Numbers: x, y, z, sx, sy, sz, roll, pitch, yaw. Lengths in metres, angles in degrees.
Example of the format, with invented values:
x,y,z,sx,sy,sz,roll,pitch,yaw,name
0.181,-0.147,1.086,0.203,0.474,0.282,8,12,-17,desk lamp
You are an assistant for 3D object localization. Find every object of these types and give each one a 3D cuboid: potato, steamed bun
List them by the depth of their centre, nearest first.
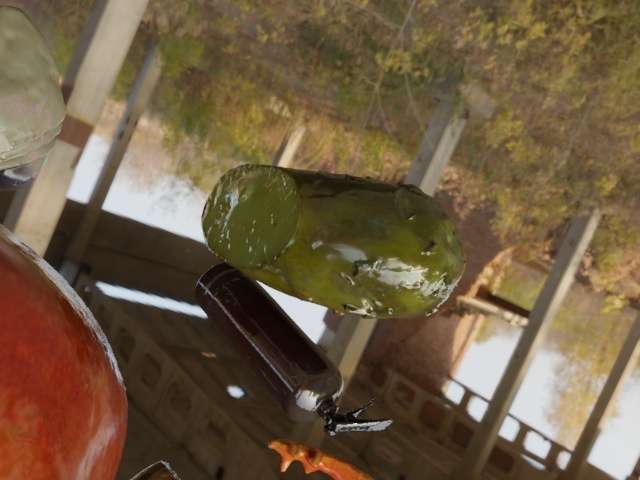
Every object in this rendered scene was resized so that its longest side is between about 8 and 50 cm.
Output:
x,y,z,sx,sy,sz,roll,pitch,yaw,name
0.000,0.000,0.677,0.298,0.141,0.176,10,166,28,potato
-0.438,-0.146,0.782,0.275,0.206,0.320,-19,-167,-15,steamed bun

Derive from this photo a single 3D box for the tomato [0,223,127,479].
x,y,z,sx,sy,sz,roll,pitch,yaw,name
-0.267,0.123,0.339,0.290,0.325,0.293,51,168,-20,tomato

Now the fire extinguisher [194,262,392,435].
x,y,z,sx,sy,sz,roll,pitch,yaw,name
-0.038,0.119,0.721,0.089,0.072,0.267,-8,-145,-37,fire extinguisher

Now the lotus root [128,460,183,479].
x,y,z,sx,sy,sz,roll,pitch,yaw,name
-0.227,0.414,0.779,0.193,0.291,0.193,34,167,9,lotus root

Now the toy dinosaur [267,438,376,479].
x,y,z,sx,sy,sz,roll,pitch,yaw,name
0.094,0.193,0.329,0.288,0.070,0.117,26,-133,-6,toy dinosaur
